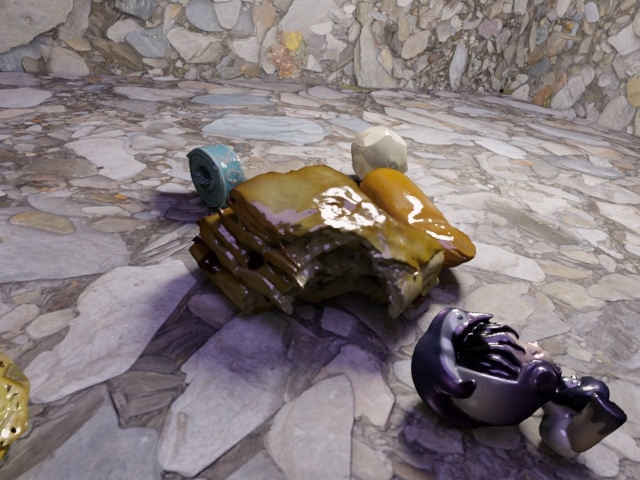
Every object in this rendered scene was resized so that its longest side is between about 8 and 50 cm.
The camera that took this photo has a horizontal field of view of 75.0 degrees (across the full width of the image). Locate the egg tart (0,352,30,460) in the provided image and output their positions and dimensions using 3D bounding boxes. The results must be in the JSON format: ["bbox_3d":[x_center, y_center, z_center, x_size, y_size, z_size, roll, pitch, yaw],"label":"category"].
[{"bbox_3d":[-0.433,0.170,0.324,0.344,0.133,0.345,-3,26,1],"label":"egg tart"}]

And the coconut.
[{"bbox_3d":[0.164,-0.231,1.158,0.160,0.161,0.162,-3,24,-16],"label":"coconut"}]

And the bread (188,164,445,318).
[{"bbox_3d":[0.000,0.000,0.699,0.369,0.192,0.314,28,35,29],"label":"bread"}]

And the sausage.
[{"bbox_3d":[0.194,-0.042,0.887,0.134,0.116,0.354,9,30,-26],"label":"sausage"}]

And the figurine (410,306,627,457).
[{"bbox_3d":[0.225,0.179,0.522,0.222,0.146,0.145,28,35,13],"label":"figurine"}]

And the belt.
[{"bbox_3d":[-0.240,-0.146,0.946,0.082,0.148,0.163,-19,11,-33],"label":"belt"}]
